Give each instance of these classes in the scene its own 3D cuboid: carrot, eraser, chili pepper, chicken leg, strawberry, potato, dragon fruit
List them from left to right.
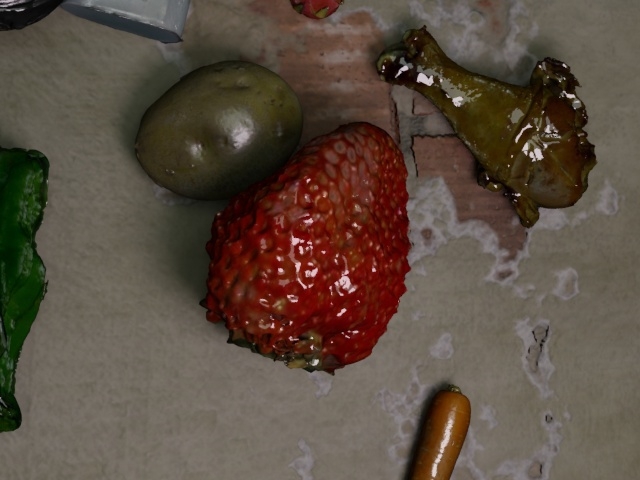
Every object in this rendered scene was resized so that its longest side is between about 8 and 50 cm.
[{"bbox_3d":[-0.445,0.056,1.431,0.167,0.213,0.385,0,84,6],"label":"chili pepper"},{"bbox_3d":[-0.251,-0.407,1.569,0.174,0.081,0.227,14,82,-16],"label":"eraser"},{"bbox_3d":[-0.139,-0.149,1.545,0.235,0.160,0.178,-12,64,-4],"label":"potato"},{"bbox_3d":[-0.012,-0.359,1.636,0.060,0.056,0.083,-40,97,-14],"label":"dragon fruit"},{"bbox_3d":[0.000,0.000,1.483,0.267,0.312,0.351,30,79,12],"label":"strawberry"},{"bbox_3d":[0.164,0.318,1.629,0.067,0.067,0.225,21,84,-11],"label":"carrot"},{"bbox_3d":[0.271,-0.196,1.651,0.211,0.140,0.361,-44,101,-4],"label":"chicken leg"}]

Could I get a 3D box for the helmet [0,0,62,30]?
[{"bbox_3d":[-0.438,-0.394,1.481,0.230,0.160,0.279,-15,75,-23],"label":"helmet"}]
